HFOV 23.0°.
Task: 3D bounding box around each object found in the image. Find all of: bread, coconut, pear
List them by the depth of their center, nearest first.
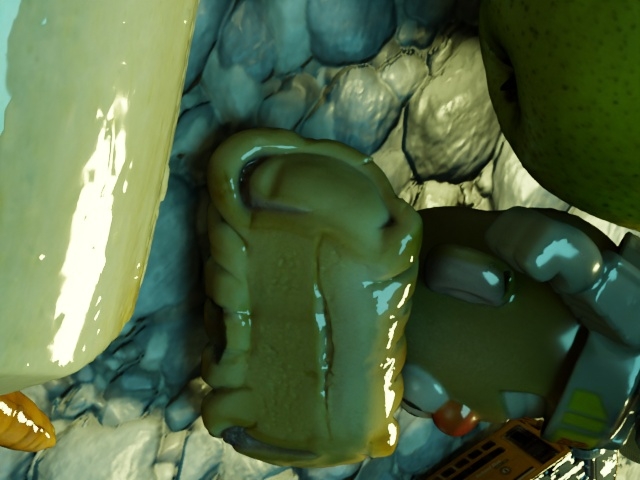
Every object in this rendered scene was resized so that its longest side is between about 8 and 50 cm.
[{"bbox_3d":[-0.191,-0.069,0.602,0.323,0.323,0.323,-24,128,-33],"label":"coconut"},{"bbox_3d":[-0.006,0.041,0.972,0.081,0.134,0.225,-55,155,-59],"label":"bread"},{"bbox_3d":[0.241,-0.141,0.996,0.294,0.294,0.294,-24,128,-33],"label":"pear"}]

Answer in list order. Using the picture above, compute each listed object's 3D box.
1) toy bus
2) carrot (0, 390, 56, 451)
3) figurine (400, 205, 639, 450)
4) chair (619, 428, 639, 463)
[{"bbox_3d":[0.146,0.202,1.242,0.194,0.088,0.083,-29,132,-26],"label":"toy bus"},{"bbox_3d":[-0.227,0.072,0.824,0.271,0.062,0.066,13,71,-51],"label":"carrot"},{"bbox_3d":[0.159,0.067,1.038,0.342,0.285,0.167,106,11,-53],"label":"figurine"},{"bbox_3d":[0.428,0.160,1.441,0.319,0.160,0.186,-42,135,-22],"label":"chair"}]
